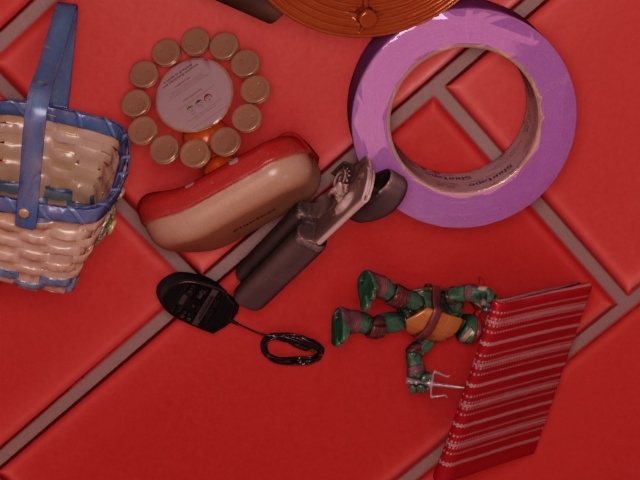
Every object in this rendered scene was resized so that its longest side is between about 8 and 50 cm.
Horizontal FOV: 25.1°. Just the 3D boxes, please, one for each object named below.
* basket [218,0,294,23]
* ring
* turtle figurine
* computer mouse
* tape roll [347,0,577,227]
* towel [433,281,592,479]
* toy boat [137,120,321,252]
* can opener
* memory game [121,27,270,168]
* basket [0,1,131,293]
[{"bbox_3d":[-0.118,-0.363,1.662,0.227,0.154,0.204,32,98,-16],"label":"basket"},{"bbox_3d":[0.065,-0.378,1.587,0.337,0.032,0.336,-7,120,-12],"label":"ring"},{"bbox_3d":[0.140,0.110,1.850,0.234,0.118,0.175,14,112,-23],"label":"turtle figurine"},{"bbox_3d":[-0.104,0.102,1.882,0.242,0.041,0.071,27,114,-18],"label":"computer mouse"},{"bbox_3d":[0.172,-0.158,1.776,0.275,0.090,0.274,-1,110,-3],"label":"tape roll"},{"bbox_3d":[0.245,0.183,1.856,0.199,0.031,0.274,-9,123,-44],"label":"towel"},{"bbox_3d":[-0.124,-0.085,1.776,0.231,0.151,0.151,-28,78,6],"label":"toy boat"},{"bbox_3d":[0.000,0.000,1.774,0.095,0.076,0.283,23,136,-24],"label":"can opener"},{"bbox_3d":[-0.152,-0.173,1.737,0.186,0.012,0.186,-4,71,11],"label":"memory game"},{"bbox_3d":[-0.324,-0.107,1.689,0.201,0.254,0.288,7,127,-3],"label":"basket"}]
